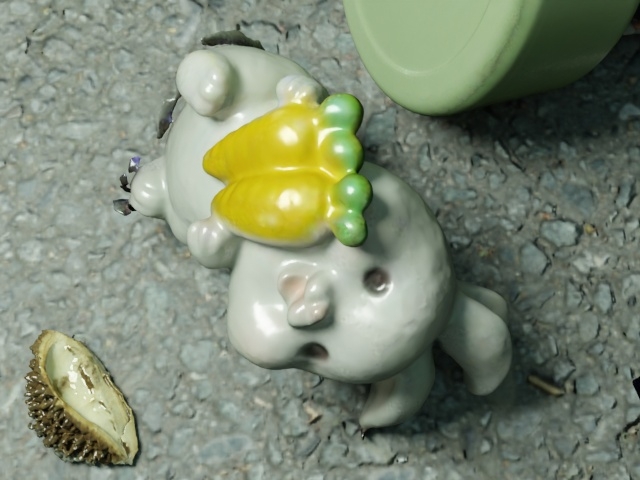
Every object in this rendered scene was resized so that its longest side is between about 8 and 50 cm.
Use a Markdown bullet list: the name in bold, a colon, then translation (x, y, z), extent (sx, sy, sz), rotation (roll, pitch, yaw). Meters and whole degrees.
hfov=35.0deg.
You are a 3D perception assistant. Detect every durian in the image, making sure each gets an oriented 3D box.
- **durian**: translation (-0.198, 0.132, 0.807), extent (0.066, 0.052, 0.130), rotation (-23, 75, -49)

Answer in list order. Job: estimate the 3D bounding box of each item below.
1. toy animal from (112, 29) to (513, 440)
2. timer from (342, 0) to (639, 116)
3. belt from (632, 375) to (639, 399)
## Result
- **toy animal**: translation (-0.004, 0.001, 0.755), extent (0.183, 0.247, 0.310), rotation (-47, 64, 3)
- **timer**: translation (0.213, -0.250, 0.840), extent (0.315, 0.291, 0.291), rotation (-4, 72, -26)
- **belt**: translation (0.343, 0.104, 0.771), extent (0.198, 0.151, 0.078), rotation (-14, 74, -9)
